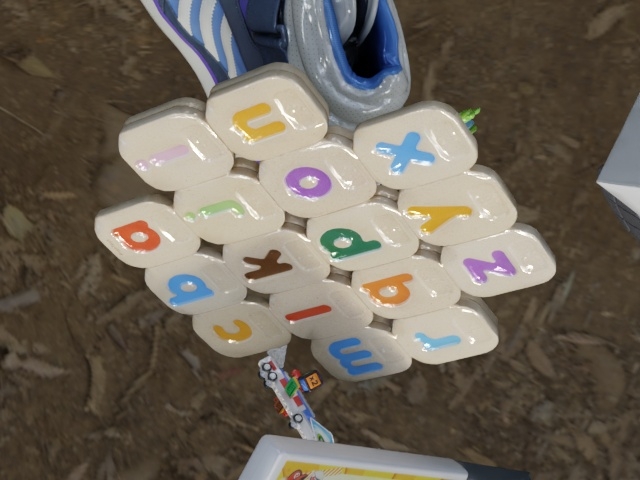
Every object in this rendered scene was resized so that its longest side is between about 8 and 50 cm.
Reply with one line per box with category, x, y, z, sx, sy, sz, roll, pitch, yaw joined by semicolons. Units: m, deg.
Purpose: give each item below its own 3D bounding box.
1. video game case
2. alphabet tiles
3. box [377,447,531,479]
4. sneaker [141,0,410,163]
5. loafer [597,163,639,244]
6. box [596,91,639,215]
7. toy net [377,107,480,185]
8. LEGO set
video game case;-0.009;0.239;0.861;0.227;0.026;0.206;19;103;-49
alphabet tiles;0.000;0.000;0.806;0.284;0.278;0.021;49;37;-36
box;0.173;0.418;1.859;0.261;0.184;0.103;12;55;-19
sneaker;-0.035;-0.219;1.010;0.130;0.236;0.323;-23;86;-36
loafer;0.466;-0.022;1.602;0.095;0.109;0.302;-41;126;0
box;0.504;-0.157;1.357;0.215;0.168;0.345;33;81;-28
toy net;0.143;-0.132;1.852;0.232;0.122;0.045;-32;102;-7
LEGO set;-0.006;0.242;1.508;0.060;0.182;0.244;-26;121;-24
